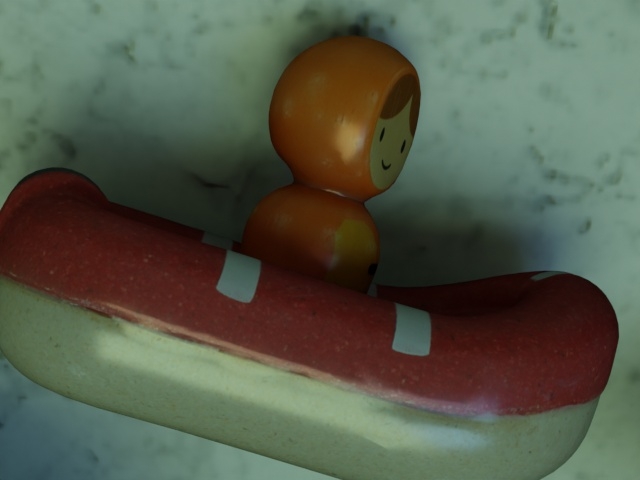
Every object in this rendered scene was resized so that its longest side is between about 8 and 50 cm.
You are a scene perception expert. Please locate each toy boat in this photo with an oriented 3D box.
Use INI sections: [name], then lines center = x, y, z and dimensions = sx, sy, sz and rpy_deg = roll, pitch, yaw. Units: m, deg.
[toy boat]
center = 0.000, 0.000, 0.655
dimensions = 0.231, 0.151, 0.151
rpy_deg = 17, 91, -10
